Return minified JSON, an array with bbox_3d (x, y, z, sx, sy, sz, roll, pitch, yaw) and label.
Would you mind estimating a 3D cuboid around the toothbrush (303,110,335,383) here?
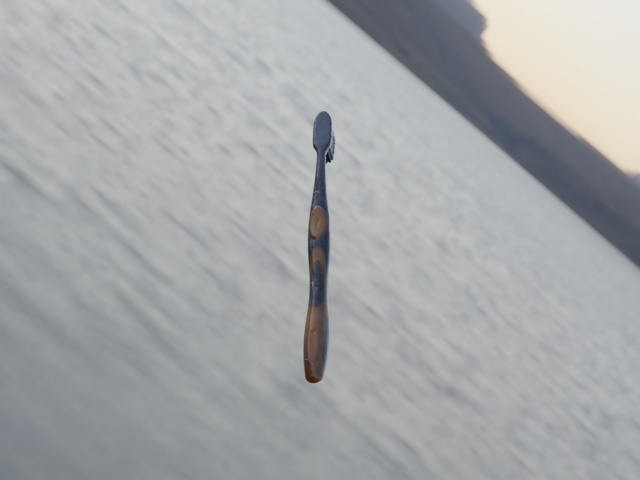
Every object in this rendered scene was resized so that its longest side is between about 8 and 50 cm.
[{"bbox_3d":[-0.001,-0.002,1.333,0.031,0.023,0.321,67,19,-44],"label":"toothbrush"}]
